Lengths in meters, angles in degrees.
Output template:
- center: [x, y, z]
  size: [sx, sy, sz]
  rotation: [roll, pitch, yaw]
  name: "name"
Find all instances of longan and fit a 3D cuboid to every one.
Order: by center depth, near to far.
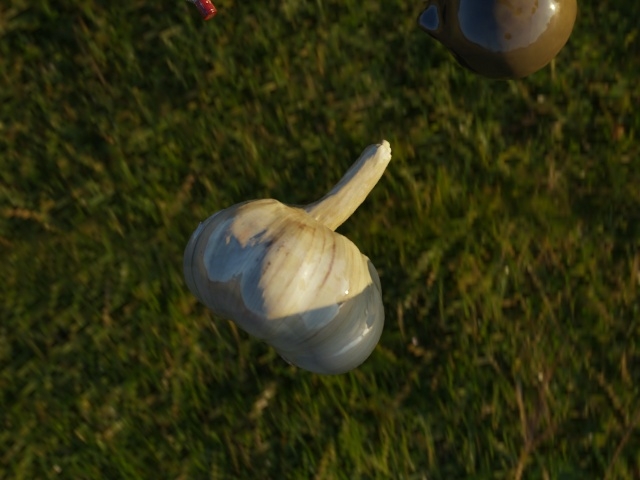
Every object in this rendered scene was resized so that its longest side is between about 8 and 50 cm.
- center: [0.124, -0.164, 1.237]
  size: [0.113, 0.092, 0.113]
  rotation: [-2, 65, 4]
  name: "longan"

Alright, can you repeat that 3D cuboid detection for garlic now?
- center: [0.000, 0.000, 1.598]
  size: [0.199, 0.199, 0.226]
  rotation: [34, 83, 19]
  name: "garlic"

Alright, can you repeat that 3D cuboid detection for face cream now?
- center: [-0.116, -0.227, 1.505]
  size: [0.021, 0.040, 0.083]
  rotation: [-36, 82, 23]
  name: "face cream"
